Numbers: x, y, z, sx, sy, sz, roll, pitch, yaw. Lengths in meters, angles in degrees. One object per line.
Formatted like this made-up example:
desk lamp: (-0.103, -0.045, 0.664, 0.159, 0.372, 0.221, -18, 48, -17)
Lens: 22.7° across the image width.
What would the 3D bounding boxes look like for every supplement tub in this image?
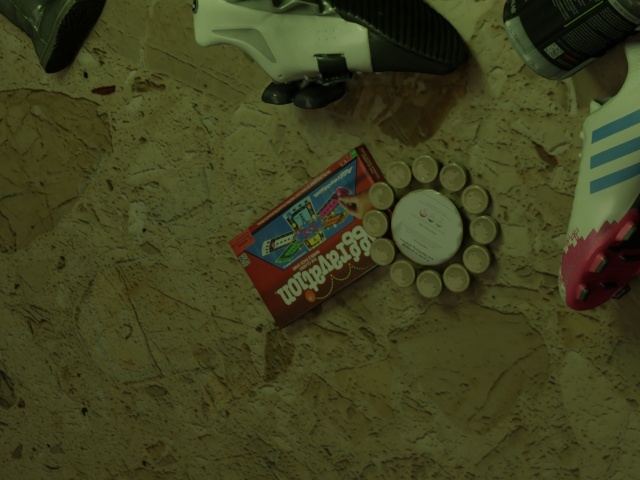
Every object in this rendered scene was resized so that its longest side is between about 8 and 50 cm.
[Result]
supplement tub: (0.301, -0.265, 1.736, 0.190, 0.117, 0.117, -32, 85, 42)

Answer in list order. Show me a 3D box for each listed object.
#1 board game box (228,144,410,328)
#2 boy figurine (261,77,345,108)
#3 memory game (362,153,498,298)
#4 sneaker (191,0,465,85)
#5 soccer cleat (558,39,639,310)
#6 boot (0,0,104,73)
board game box: (0.000, 0.000, 2.141, 0.281, 0.027, 0.145, -35, 84, 41)
boy figurine: (-0.016, -0.311, 1.990, 0.177, 0.092, 0.285, 14, 119, 25)
memory game: (0.137, -0.017, 2.009, 0.186, 0.012, 0.186, 6, 104, 26)
sneaker: (0.005, -0.245, 1.917, 0.330, 0.122, 0.146, 17, 130, -7)
soccer cleat: (0.340, -0.075, 1.797, 0.143, 0.116, 0.331, 52, 133, 37)
boot: (-0.418, -0.370, 2.321, 0.208, 0.076, 0.189, 55, 129, 18)
